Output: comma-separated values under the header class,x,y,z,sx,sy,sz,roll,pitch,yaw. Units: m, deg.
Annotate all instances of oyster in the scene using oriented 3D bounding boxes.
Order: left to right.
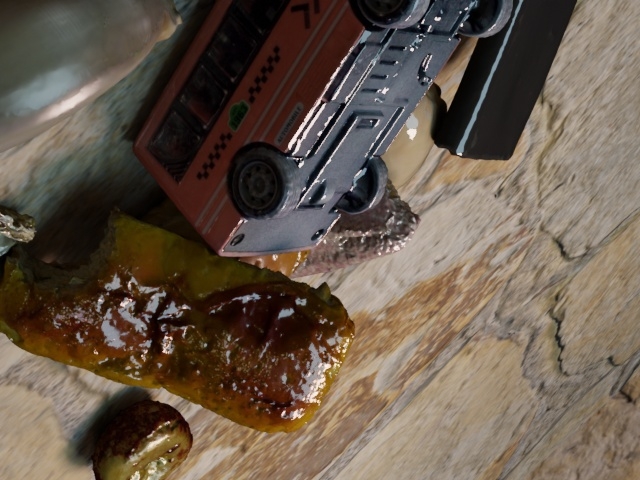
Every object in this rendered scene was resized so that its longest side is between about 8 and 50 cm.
class,x,y,z,sx,sy,sz,roll,pitch,yaw
oyster,-0.350,-0.002,1.717,0.177,0.056,0.105,-20,155,-43

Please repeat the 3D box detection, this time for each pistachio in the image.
class,x,y,z,sx,sy,sz,roll,pitch,yaw
pistachio,0.077,-0.137,2.111,0.152,0.126,0.223,-15,152,-16

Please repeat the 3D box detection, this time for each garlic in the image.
class,x,y,z,sx,sy,sz,roll,pitch,yaw
garlic,-0.294,-0.192,1.446,0.340,0.231,0.246,-27,-164,-7

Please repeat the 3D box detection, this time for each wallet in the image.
class,x,y,z,sx,sy,sz,roll,pitch,yaw
wallet,0.259,-0.293,2.108,0.228,0.062,0.406,-4,117,-66

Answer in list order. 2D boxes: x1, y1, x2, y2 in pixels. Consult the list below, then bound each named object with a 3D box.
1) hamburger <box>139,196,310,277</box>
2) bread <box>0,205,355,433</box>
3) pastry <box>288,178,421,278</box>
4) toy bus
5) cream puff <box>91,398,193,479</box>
class,x,y,z,sx,sy,sz,roll,pitch,yaw
hamburger,-0.144,0.024,1.969,0.283,0.144,0.156,-36,145,-17
bread,-0.156,0.077,1.847,0.380,0.109,0.185,20,110,-16
pastry,-0.010,-0.008,2.113,0.265,0.103,0.112,-25,121,28
toy bus,0.001,-0.196,1.790,0.203,0.233,0.427,-4,133,-56
cream puff,-0.238,0.266,2.235,0.149,0.084,0.149,-32,149,-22
